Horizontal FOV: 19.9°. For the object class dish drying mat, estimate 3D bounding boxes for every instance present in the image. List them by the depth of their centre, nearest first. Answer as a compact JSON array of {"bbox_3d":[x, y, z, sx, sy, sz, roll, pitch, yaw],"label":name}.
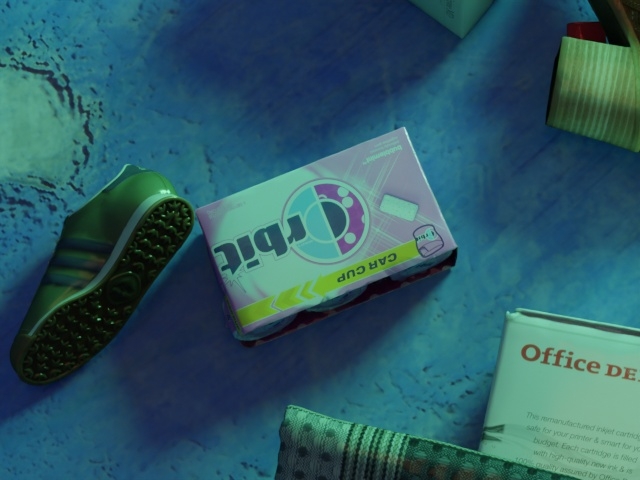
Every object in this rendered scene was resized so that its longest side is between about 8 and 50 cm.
[{"bbox_3d":[0.216,-0.137,1.472,0.032,0.008,0.083,-1,76,2],"label":"dish drying mat"}]

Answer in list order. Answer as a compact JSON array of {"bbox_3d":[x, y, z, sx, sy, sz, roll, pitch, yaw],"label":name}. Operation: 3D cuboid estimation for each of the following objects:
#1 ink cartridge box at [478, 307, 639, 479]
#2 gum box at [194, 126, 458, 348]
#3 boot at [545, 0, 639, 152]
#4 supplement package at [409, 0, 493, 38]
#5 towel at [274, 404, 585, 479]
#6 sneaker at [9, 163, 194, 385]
[{"bbox_3d":[0.196,0.172,1.337,0.158,0.092,0.218,10,82,15],"label":"ink cartridge box"},{"bbox_3d":[0.000,0.000,1.422,0.188,0.062,0.107,-22,75,-2],"label":"gum box"},{"bbox_3d":[0.306,-0.199,1.425,0.220,0.109,0.284,10,81,2],"label":"boot"},{"bbox_3d":[0.076,-0.267,1.464,0.179,0.105,0.105,37,80,12],"label":"supplement package"},{"bbox_3d":[0.092,0.305,1.286,0.312,0.056,0.324,13,99,14],"label":"towel"},{"bbox_3d":[-0.181,0.021,1.433,0.192,0.064,0.086,-49,43,8],"label":"sneaker"}]
